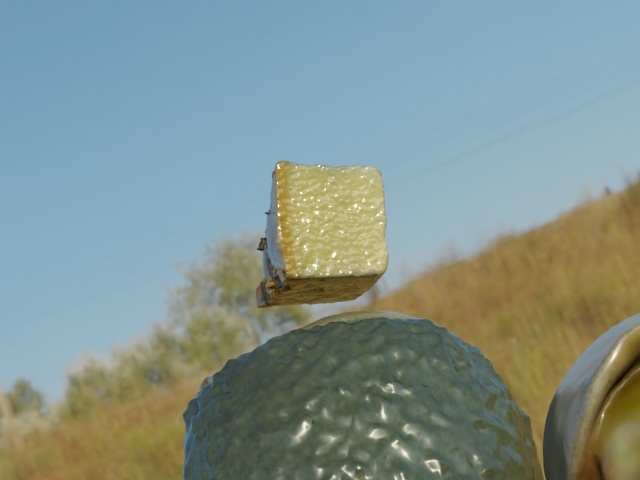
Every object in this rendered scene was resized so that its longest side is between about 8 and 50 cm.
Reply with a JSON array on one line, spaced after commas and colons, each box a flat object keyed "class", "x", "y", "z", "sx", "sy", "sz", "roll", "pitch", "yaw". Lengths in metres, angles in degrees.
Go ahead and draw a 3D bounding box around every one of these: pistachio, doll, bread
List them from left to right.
[{"class": "bread", "x": 0.000, "y": 0.000, "z": 0.965, "sx": 0.084, "sy": 0.080, "sz": 0.109, "roll": -1, "pitch": -14, "yaw": -13}, {"class": "doll", "x": 0.030, "y": 0.213, "z": 0.820, "sx": 0.247, "sy": 0.349, "sz": 0.247, "roll": -10, "pitch": -38, "yaw": -8}, {"class": "pistachio", "x": 0.162, "y": 0.098, "z": 0.634, "sx": 0.144, "sy": 0.144, "sz": 0.215, "roll": -25, "pitch": -21, "yaw": 15}]
